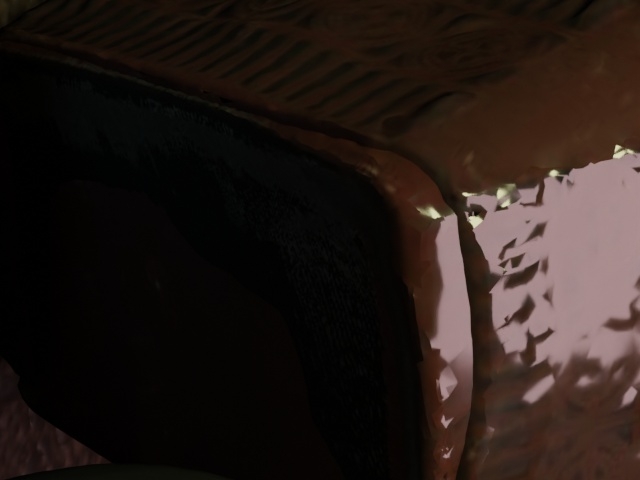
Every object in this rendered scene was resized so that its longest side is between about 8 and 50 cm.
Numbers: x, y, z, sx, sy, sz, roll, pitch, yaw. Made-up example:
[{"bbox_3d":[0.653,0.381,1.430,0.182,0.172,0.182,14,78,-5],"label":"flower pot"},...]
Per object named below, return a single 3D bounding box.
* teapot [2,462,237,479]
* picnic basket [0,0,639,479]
[{"bbox_3d":[-0.083,0.170,0.367,0.362,0.376,0.305,28,40,-61],"label":"teapot"},{"bbox_3d":[0.000,0.000,0.589,0.129,0.297,0.222,-18,116,-38],"label":"picnic basket"}]
